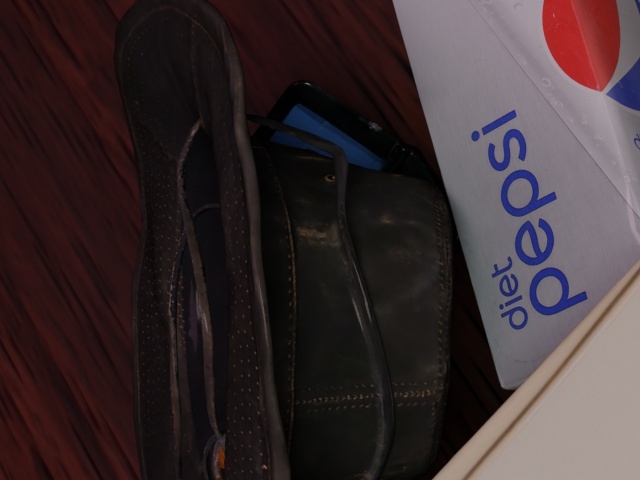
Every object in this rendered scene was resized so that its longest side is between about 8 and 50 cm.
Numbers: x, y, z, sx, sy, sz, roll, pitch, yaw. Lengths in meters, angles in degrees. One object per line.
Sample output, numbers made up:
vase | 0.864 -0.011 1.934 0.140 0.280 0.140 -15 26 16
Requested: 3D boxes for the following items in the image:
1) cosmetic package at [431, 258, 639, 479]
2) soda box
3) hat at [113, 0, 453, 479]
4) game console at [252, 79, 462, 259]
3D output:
cosmetic package | 0.137 0.124 0.822 0.309 0.160 0.113 -50 53 18
soda box | 0.108 -0.076 0.932 0.098 0.091 0.286 -28 66 35
hat | -0.007 0.028 0.921 0.331 0.134 0.331 174 90 -76
game console | 0.000 0.000 1.027 0.122 0.071 0.107 -53 43 23
